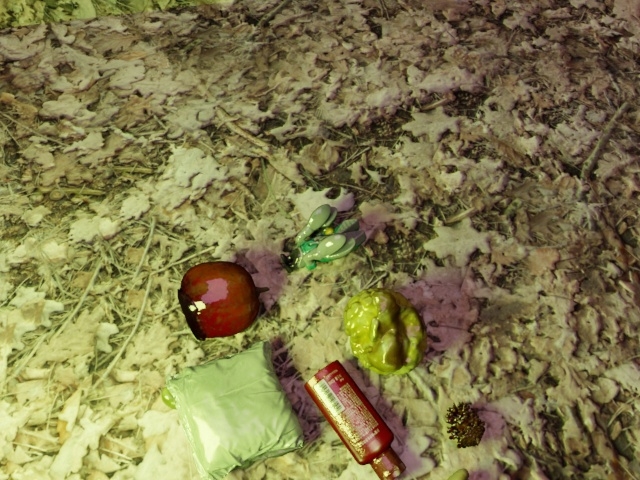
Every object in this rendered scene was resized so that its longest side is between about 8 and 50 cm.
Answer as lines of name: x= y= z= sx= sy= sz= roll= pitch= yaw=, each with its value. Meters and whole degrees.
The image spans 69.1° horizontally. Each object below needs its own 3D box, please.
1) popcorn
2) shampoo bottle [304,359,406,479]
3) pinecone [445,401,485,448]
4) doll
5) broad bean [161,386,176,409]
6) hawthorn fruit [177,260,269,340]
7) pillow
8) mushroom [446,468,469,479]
popcorn: x=0.171 y=0.229 z=1.218 sx=0.205 sy=0.252 sz=0.237 roll=-17 pitch=59 yaw=-3
shampoo bottle: x=0.091 y=0.461 z=1.186 sx=0.118 sy=0.076 sz=0.314 roll=-33 pitch=67 yaw=-18
pinecone: x=0.368 y=0.466 z=1.178 sx=0.102 sy=0.102 sz=0.110 roll=-1 pitch=51 yaw=-1
doll: x=0.013 y=0.011 z=1.388 sx=0.195 sy=0.153 sz=0.258 roll=33 pitch=70 yaw=31
broad bean: x=-0.381 y=0.415 z=1.231 sx=0.083 sy=0.045 sz=0.063 roll=12 pitch=51 yaw=-2
hawthorn fruit: x=-0.265 y=0.155 z=1.283 sx=0.249 sy=0.215 sz=0.215 roll=-12 pitch=62 yaw=-5
pillow: x=-0.208 y=0.424 z=1.169 sx=0.283 sy=0.138 sz=0.310 roll=-21 pitch=62 yaw=-17
mushroom: x=0.366 y=0.708 z=1.045 sx=0.109 sy=0.097 sz=0.352 roll=4 pitch=56 yaw=-23
